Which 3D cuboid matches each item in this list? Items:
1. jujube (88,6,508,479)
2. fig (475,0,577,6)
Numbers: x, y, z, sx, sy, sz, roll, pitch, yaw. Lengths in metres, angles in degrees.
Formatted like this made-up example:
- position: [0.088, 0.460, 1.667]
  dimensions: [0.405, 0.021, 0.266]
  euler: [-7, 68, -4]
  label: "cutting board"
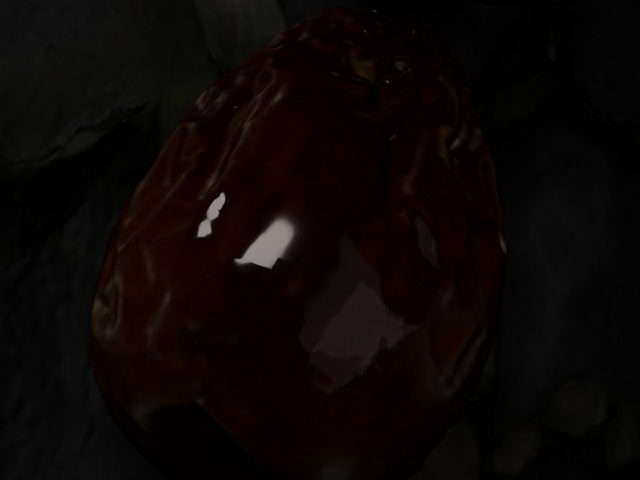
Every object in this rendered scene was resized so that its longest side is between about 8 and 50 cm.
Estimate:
- position: [0.000, 0.000, 0.575]
  dimensions: [0.168, 0.168, 0.236]
  euler: [45, 48, -29]
  label: "jujube"
- position: [0.135, -0.264, 0.559]
  dimensions: [0.343, 0.343, 0.343]
  euler: [0, 90, -38]
  label: "fig"
